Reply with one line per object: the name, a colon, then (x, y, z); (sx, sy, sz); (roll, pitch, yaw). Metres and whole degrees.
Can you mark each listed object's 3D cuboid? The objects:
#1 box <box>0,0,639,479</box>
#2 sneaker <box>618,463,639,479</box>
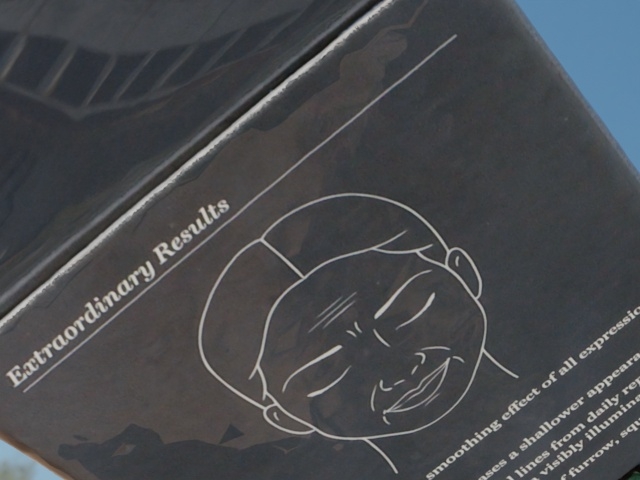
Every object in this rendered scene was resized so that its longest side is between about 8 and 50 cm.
box: (0.000, 0.000, 0.953); (0.395, 0.293, 0.212); (45, 9, -47)
sneaker: (0.256, 0.196, 1.015); (0.224, 0.098, 0.083); (42, -57, 34)
